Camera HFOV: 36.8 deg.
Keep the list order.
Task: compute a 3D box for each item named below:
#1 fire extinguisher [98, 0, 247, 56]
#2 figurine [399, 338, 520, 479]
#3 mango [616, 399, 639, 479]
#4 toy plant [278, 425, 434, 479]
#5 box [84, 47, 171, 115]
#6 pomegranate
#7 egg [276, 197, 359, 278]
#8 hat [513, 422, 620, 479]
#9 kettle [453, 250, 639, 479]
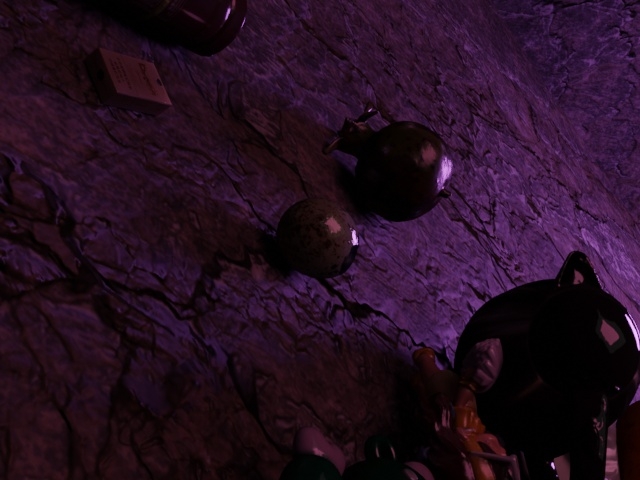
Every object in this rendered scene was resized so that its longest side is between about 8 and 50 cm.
[{"bbox_3d":[-0.210,-0.302,0.962,0.341,0.105,0.141,21,75,-54],"label":"fire extinguisher"},{"bbox_3d":[0.142,0.202,1.016,0.240,0.116,0.174,-85,170,-62],"label":"figurine"},{"bbox_3d":[0.537,0.406,1.458,0.199,0.201,0.350,15,49,-14],"label":"mango"},{"bbox_3d":[0.055,0.270,0.790,0.233,0.113,0.243,16,53,-53],"label":"toy plant"},{"bbox_3d":[-0.188,-0.155,0.944,0.083,0.024,0.053,7,55,-61],"label":"box"},{"bbox_3d":[0.099,-0.109,1.291,0.169,0.148,0.148,49,25,-3],"label":"pomegranate"},{"bbox_3d":[0.000,0.000,1.036,0.110,0.085,0.085,45,26,-49],"label":"egg"},{"bbox_3d":[0.358,0.285,1.317,0.302,0.168,0.257,13,67,-34],"label":"hat"},{"bbox_3d":[0.261,0.149,1.092,0.207,0.250,0.271,35,-14,8],"label":"kettle"}]
